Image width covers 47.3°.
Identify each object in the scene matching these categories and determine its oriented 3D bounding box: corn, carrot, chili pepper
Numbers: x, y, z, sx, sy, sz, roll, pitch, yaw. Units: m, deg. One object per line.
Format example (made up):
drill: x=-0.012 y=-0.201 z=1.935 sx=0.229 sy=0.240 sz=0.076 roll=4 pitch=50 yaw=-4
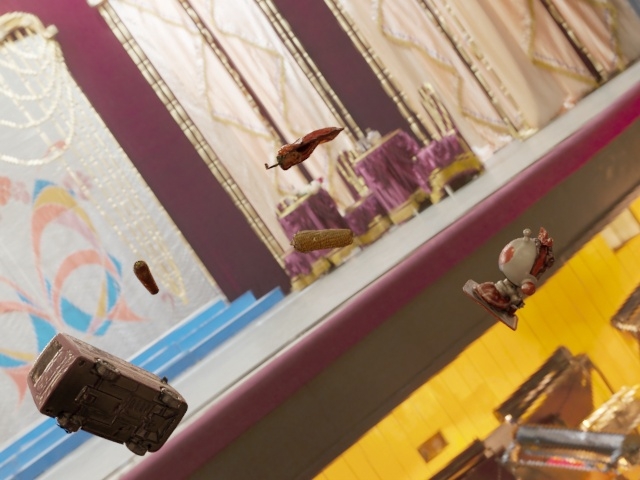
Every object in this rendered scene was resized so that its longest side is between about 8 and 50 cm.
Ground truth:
corn: x=0.000 y=0.000 z=0.919 sx=0.083 sy=0.027 sz=0.028 roll=-5 pitch=38 yaw=16
carrot: x=-0.338 y=0.073 z=1.418 sx=0.032 sy=0.032 sz=0.093 roll=-35 pitch=-36 yaw=-17
chili pepper: x=-0.038 y=-0.203 z=1.582 sx=0.268 sy=0.050 sz=0.059 roll=-38 pitch=-36 yaw=-42

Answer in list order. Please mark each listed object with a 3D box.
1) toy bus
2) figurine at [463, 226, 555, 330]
toy bus: x=-0.279 y=0.204 z=0.967 sx=0.108 sy=0.199 sz=0.096 roll=30 pitch=84 yaw=47
figurine: x=0.482 y=0.071 z=1.776 sx=0.226 sy=0.160 sz=0.183 roll=-54 pitch=-10 yaw=15
